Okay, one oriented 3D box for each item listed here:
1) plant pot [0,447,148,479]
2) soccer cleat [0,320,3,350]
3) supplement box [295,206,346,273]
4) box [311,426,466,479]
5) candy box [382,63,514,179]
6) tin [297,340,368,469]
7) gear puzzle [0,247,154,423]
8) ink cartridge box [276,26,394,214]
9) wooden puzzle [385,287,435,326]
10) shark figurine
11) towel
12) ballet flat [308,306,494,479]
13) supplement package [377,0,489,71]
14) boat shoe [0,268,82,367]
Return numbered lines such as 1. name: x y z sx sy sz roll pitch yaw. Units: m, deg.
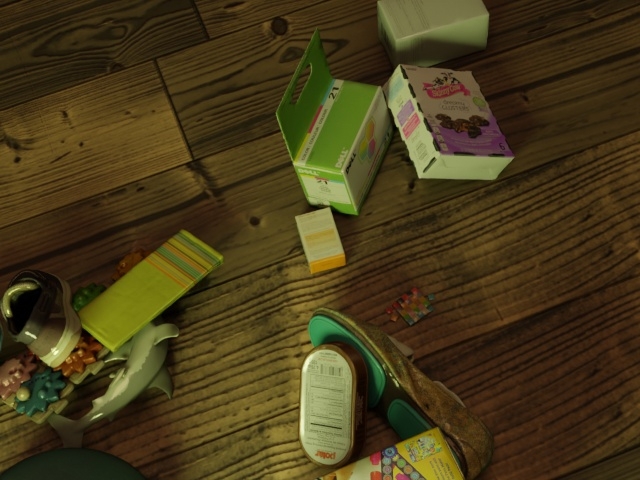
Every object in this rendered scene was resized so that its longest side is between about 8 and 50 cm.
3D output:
1. plant pot: -0.365 0.416 1.385 0.290 0.195 0.290 -1 70 2
2. soccer cleat: -0.575 0.254 1.571 0.116 0.143 0.331 24 85 -15
3. supplement box: 0.000 0.000 1.697 0.062 0.036 0.098 -15 62 -4
4. box: 0.060 0.413 1.327 0.279 0.290 0.177 -22 63 -7
5. candy box: 0.215 -0.201 1.733 0.165 0.070 0.196 -2 57 -32
6. tin: 0.016 0.245 1.509 0.106 0.040 0.189 3 92 38
7. gear puzzle: -0.375 0.130 1.606 0.175 0.044 0.339 17 57 42
8. ink cartridge box: 0.028 -0.191 1.668 0.097 0.255 0.188 13 63 21
9. wooden puzzle: 0.149 0.108 1.646 0.083 0.006 0.049 -35 65 -14
10. shark figurine: -0.285 0.226 1.565 0.166 0.116 0.278 0 46 42
11. towel: -0.269 0.076 1.604 0.102 0.021 0.237 32 59 29
12. ballet flat: 0.125 0.221 1.536 0.123 0.123 0.348 -38 65 -16
13. supplement package: 0.205 -0.393 1.856 0.179 0.105 0.105 -17 61 -5
14. boat shoe: -0.446 0.099 1.572 0.103 0.092 0.285 -48 32 -1
